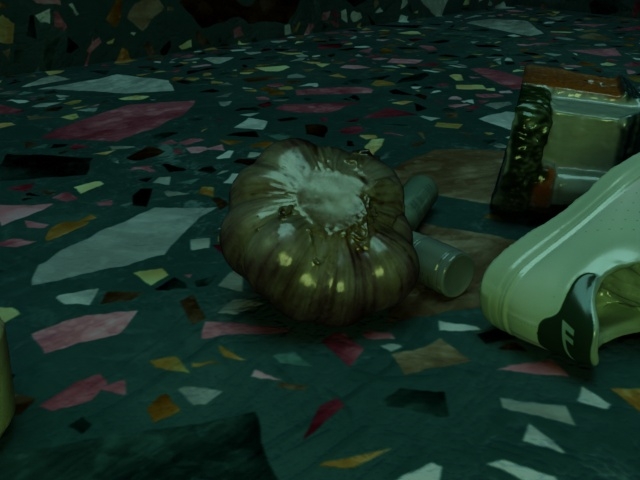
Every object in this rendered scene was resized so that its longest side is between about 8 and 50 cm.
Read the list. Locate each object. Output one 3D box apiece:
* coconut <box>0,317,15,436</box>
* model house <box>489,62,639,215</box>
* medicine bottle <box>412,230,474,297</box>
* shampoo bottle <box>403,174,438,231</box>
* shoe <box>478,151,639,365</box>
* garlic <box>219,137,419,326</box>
[{"bbox_3d":[-0.346,0.113,0.666,0.147,0.152,0.147,1,25,0],"label":"coconut"},{"bbox_3d":[0.423,-0.140,1.149,0.301,0.190,0.271,8,27,15],"label":"model house"},{"bbox_3d":[0.136,0.028,0.937,0.058,0.058,0.091,-19,29,-33],"label":"medicine bottle"},{"bbox_3d":[0.120,-0.039,1.092,0.056,0.056,0.195,8,25,20],"label":"shampoo bottle"},{"bbox_3d":[0.357,0.013,0.831,0.363,0.131,0.160,-28,36,-20],"label":"shoe"},{"bbox_3d":[0.000,0.000,0.896,0.245,0.160,0.245,6,49,-7],"label":"garlic"}]
